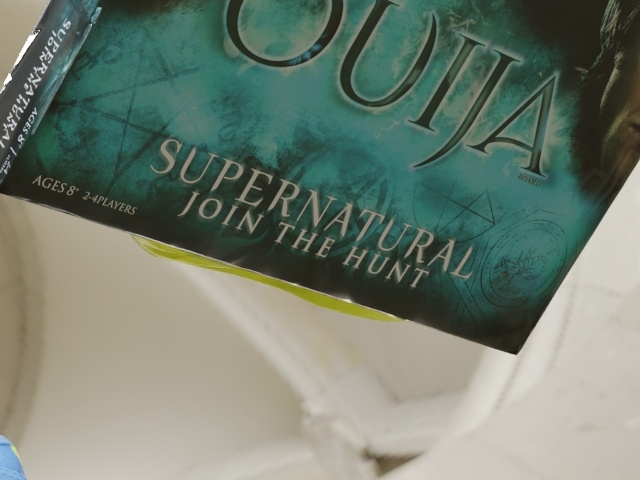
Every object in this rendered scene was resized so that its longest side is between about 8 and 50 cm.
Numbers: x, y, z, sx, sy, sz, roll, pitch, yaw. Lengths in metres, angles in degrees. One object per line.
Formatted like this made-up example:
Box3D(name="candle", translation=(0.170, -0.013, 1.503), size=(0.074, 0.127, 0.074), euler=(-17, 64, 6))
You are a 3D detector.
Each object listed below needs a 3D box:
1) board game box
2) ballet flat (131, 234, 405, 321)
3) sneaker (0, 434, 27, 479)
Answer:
Box3D(name="board game box", translation=(0.016, -0.045, 0.489), size=(0.126, 0.186, 0.026), euler=(-60, -140, 15))
Box3D(name="ballet flat", translation=(0.000, 0.000, 1.023), size=(0.077, 0.231, 0.077), euler=(34, 66, -84))
Box3D(name="sneaker", translation=(-0.134, 0.166, 0.569), size=(0.091, 0.126, 0.240), euler=(18, -81, 28))
